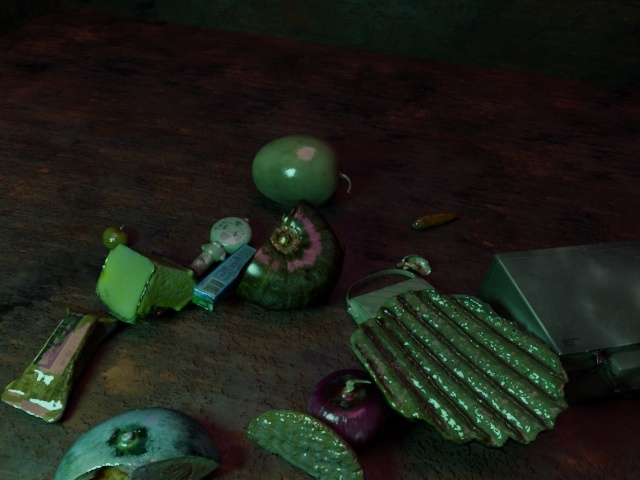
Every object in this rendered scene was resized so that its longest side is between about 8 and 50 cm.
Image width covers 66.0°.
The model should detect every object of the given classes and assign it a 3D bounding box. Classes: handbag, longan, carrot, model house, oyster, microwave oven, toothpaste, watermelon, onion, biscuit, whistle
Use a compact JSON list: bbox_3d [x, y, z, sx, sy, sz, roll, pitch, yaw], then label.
[{"bbox_3d":[0.194,0.160,1.349,0.256,0.079,0.219,-15,42,-23],"label":"handbag"},{"bbox_3d":[-0.600,-0.011,1.454,0.075,0.075,0.083,28,81,24],"label":"longan"},{"bbox_3d":[0.390,-0.071,1.649,0.191,0.047,0.047,-14,45,-21],"label":"carrot"},{"bbox_3d":[-0.436,0.120,1.289,0.194,0.170,0.211,18,-1,33],"label":"model house"},{"bbox_3d":[0.284,0.081,1.491,0.081,0.038,0.083,-35,81,-6],"label":"oyster"},{"bbox_3d":[0.661,0.204,1.224,0.432,0.236,0.374,-5,42,-11],"label":"microwave oven"},{"bbox_3d":[-0.248,0.095,1.347,0.065,0.050,0.266,23,32,10],"label":"toothpaste"},{"bbox_3d":[-0.372,0.394,0.951,0.322,0.175,0.188,-12,45,-20],"label":"watermelon"},{"bbox_3d":[0.059,0.358,1.058,0.177,0.153,0.177,-25,32,17],"label":"onion"},{"bbox_3d":[-0.023,0.411,0.997,0.290,0.141,0.038,22,27,21],"label":"biscuit"},{"bbox_3d":[-0.294,0.017,1.468,0.126,0.067,0.258,28,50,15],"label":"whistle"}]

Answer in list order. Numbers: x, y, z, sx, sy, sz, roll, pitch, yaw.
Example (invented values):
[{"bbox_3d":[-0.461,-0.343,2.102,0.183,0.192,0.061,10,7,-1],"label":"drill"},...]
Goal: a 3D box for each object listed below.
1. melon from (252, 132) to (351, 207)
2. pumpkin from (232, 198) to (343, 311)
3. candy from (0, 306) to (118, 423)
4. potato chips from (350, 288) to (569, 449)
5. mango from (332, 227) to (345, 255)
[{"bbox_3d":[-0.069,-0.228,1.623,0.308,0.271,0.271,5,41,-12],"label":"melon"},{"bbox_3d":[-0.066,0.073,1.341,0.232,0.242,0.325,40,67,-2],"label":"pumpkin"},{"bbox_3d":[-0.591,0.273,1.127,0.143,0.101,0.271,15,48,2],"label":"candy"},{"bbox_3d":[0.277,0.248,1.028,0.359,0.070,0.429,-26,47,-27],"label":"potato chips"},{"bbox_3d":[0.000,-0.005,1.502,0.165,0.089,0.115,12,45,4],"label":"mango"}]
